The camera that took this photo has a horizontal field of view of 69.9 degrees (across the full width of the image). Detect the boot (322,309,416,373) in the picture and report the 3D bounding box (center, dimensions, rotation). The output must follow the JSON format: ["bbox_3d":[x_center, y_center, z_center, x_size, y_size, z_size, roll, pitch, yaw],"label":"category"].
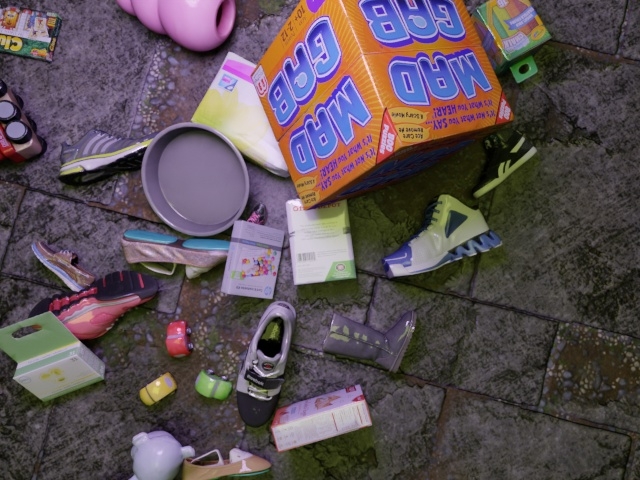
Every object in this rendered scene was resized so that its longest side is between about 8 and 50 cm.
[{"bbox_3d":[0.129,0.237,1.203,0.209,0.076,0.189,23,84,9],"label":"boot"}]

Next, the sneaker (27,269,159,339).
[{"bbox_3d":[-0.573,0.181,1.199,0.314,0.116,0.136,-18,128,-11],"label":"sneaker"}]

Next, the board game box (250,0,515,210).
[{"bbox_3d":[0.122,-0.323,1.027,0.357,0.357,0.355,-20,86,-34],"label":"board game box"}]

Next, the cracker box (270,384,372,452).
[{"bbox_3d":[0.003,0.436,1.140,0.233,0.155,0.067,-15,85,-1],"label":"cracker box"}]

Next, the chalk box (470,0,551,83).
[{"bbox_3d":[0.501,-0.526,1.217,0.133,0.132,0.212,-31,86,-1],"label":"chalk box"}]

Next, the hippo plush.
[{"bbox_3d":[-0.439,0.574,1.085,0.235,0.294,0.236,15,76,-16],"label":"hippo plush"}]

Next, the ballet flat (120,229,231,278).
[{"bbox_3d":[-0.366,0.042,1.209,0.317,0.107,0.106,8,106,6],"label":"ballet flat"}]

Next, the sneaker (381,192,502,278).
[{"bbox_3d":[0.295,-0.020,1.197,0.316,0.127,0.182,-18,82,-8],"label":"sneaker"}]

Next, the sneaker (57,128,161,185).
[{"bbox_3d":[-0.557,-0.247,1.218,0.300,0.111,0.121,-16,82,-3],"label":"sneaker"}]

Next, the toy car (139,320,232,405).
[{"bbox_3d":[-0.340,0.354,1.198,0.225,0.053,0.238,23,87,2],"label":"toy car"}]

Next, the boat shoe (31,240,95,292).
[{"bbox_3d":[-0.678,0.059,1.220,0.183,0.066,0.066,45,83,-7],"label":"boat shoe"}]

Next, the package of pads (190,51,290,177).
[{"bbox_3d":[-0.165,-0.327,1.222,0.297,0.101,0.229,27,86,3],"label":"package of pads"}]

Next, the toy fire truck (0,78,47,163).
[{"bbox_3d":[-0.895,-0.279,1.214,0.247,0.158,0.216,-30,87,-12],"label":"toy fire truck"}]

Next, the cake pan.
[{"bbox_3d":[-0.317,-0.157,1.188,0.294,0.054,0.292,3,107,10],"label":"cake pan"}]

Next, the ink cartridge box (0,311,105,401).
[{"bbox_3d":[-0.676,0.293,1.135,0.171,0.235,0.056,-20,41,0],"label":"ink cartridge box"}]

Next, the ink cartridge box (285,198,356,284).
[{"bbox_3d":[0.000,0.000,1.201,0.161,0.092,0.219,-6,86,-1],"label":"ink cartridge box"}]

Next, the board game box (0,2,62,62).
[{"bbox_3d":[-0.869,-0.589,1.281,0.260,0.030,0.136,11,88,1],"label":"board game box"}]

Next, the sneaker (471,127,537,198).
[{"bbox_3d":[0.459,-0.215,1.228,0.217,0.079,0.121,-38,83,-11],"label":"sneaker"}]

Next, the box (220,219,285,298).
[{"bbox_3d":[-0.172,0.051,1.182,0.038,0.145,0.186,8,85,45],"label":"box"}]

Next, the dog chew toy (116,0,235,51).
[{"bbox_3d":[-0.396,-0.630,1.204,0.332,0.206,0.206,21,86,10],"label":"dog chew toy"}]

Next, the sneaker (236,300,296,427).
[{"bbox_3d":[-0.146,0.319,1.157,0.123,0.146,0.329,12,87,0],"label":"sneaker"}]

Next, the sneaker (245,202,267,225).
[{"bbox_3d":[-0.181,-0.048,1.225,0.047,0.057,0.119,27,85,4],"label":"sneaker"}]

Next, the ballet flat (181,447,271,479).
[{"bbox_3d":[-0.244,0.571,1.173,0.233,0.080,0.073,-10,75,-1],"label":"ballet flat"}]
